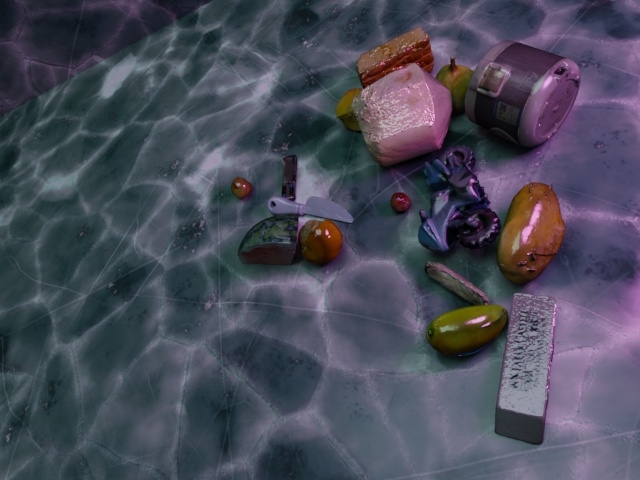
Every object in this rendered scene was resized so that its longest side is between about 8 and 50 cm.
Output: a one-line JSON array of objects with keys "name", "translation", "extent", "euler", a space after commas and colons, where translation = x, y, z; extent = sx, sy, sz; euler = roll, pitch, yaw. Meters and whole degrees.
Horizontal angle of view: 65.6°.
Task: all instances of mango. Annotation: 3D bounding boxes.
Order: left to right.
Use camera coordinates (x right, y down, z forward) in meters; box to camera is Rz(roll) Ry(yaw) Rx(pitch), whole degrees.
[{"name": "mango", "translation": [0.391, 0.234, 1.304], "extent": [0.232, 0.125, 0.111], "euler": [-13, 50, -12]}]

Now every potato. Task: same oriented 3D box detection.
[{"name": "potato", "translation": [0.573, -0.025, 1.349], "extent": [0.140, 0.173, 0.300], "euler": [-22, 38, 61]}]

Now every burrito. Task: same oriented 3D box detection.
[{"name": "burrito", "translation": [0.383, 0.122, 1.406], "extent": [0.229, 0.063, 0.058], "euler": [41, 111, 34]}]

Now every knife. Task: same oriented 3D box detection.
[{"name": "knife", "translation": [-0.036, -0.115, 1.729], "extent": [0.331, 0.044, 0.080], "euler": [7, 95, 24]}]

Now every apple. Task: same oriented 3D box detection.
[{"name": "apple", "translation": [-0.301, -0.199, 1.879], "extent": [0.084, 0.084, 0.071], "euler": [42, 100, 36]}]

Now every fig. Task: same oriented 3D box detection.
[{"name": "fig", "translation": [0.445, -0.535, 1.654], "extent": [0.159, 0.257, 0.159], "euler": [-4, 75, 15]}]

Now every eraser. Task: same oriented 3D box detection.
[{"name": "eraser", "translation": [0.512, 0.308, 1.230], "extent": [0.111, 0.077, 0.353], "euler": [7, 65, 26]}]

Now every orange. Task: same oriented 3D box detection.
[{"name": "orange", "translation": [0.000, 0.000, 1.596], "extent": [0.156, 0.157, 0.134], "euler": [21, 31, 32]}]

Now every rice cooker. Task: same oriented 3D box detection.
[{"name": "rice cooker", "translation": [0.603, -0.449, 1.517], "extent": [0.288, 0.288, 0.277], "euler": [-47, 56, -8]}]

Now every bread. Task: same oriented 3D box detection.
[{"name": "bread", "translation": [0.275, -0.640, 1.830], "extent": [0.274, 0.185, 0.114], "euler": [-25, 60, 7]}]

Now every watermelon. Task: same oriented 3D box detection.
[{"name": "watermelon", "translation": [-0.168, 0.004, 1.663], "extent": [0.259, 0.256, 0.176], "euler": [0, 105, 15]}]

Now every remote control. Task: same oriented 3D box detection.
[{"name": "remote control", "translation": [-0.117, -0.232, 1.850], "extent": [0.059, 0.028, 0.212], "euler": [-13, 58, 20]}]

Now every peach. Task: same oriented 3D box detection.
[{"name": "peach", "translation": [0.132, -0.488, 1.833], "extent": [0.151, 0.151, 0.118], "euler": [14, 46, 29]}]

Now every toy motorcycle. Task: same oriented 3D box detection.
[{"name": "toy motorcycle", "translation": [0.384, -0.119, 1.488], "extent": [0.232, 0.172, 0.416], "euler": [-26, 44, 24]}]

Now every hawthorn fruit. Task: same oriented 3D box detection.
[{"name": "hawthorn fruit", "translation": [0.253, -0.131, 1.586], "extent": [0.066, 0.103, 0.067], "euler": [-6, 67, 14]}]

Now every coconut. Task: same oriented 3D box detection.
[{"name": "coconut", "translation": [0.281, -0.416, 1.633], "extent": [0.309, 0.297, 0.298], "euler": [-22, 55, 13]}]
